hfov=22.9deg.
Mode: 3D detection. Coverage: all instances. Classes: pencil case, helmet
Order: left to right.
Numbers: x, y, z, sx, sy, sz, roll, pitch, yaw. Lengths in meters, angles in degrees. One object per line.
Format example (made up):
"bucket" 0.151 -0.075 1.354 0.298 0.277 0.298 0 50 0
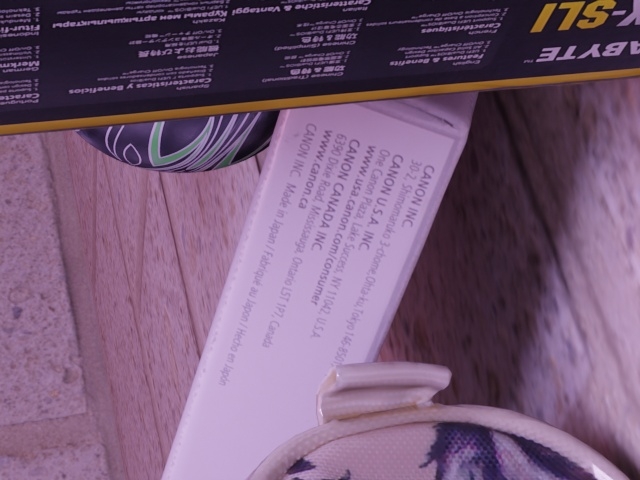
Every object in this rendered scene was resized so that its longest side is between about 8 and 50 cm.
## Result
"helmet" -0.077 -0.115 0.871 0.169 0.169 0.161 -125 48 -63
"pencil case" 0.028 0.231 0.613 0.183 0.160 0.410 57 153 37

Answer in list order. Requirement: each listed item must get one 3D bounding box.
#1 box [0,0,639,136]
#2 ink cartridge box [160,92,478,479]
"box" -0.058 -0.156 0.419 0.079 0.322 0.257 114 146 -64
"ink cartridge box" 0.000 0.000 0.678 0.261 0.066 0.296 -72 2 -56
